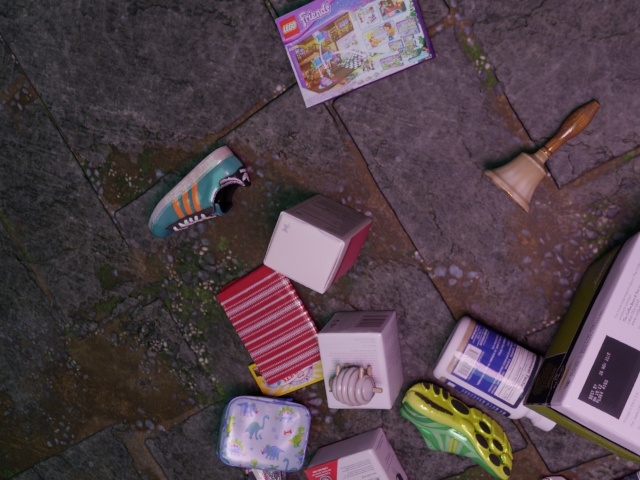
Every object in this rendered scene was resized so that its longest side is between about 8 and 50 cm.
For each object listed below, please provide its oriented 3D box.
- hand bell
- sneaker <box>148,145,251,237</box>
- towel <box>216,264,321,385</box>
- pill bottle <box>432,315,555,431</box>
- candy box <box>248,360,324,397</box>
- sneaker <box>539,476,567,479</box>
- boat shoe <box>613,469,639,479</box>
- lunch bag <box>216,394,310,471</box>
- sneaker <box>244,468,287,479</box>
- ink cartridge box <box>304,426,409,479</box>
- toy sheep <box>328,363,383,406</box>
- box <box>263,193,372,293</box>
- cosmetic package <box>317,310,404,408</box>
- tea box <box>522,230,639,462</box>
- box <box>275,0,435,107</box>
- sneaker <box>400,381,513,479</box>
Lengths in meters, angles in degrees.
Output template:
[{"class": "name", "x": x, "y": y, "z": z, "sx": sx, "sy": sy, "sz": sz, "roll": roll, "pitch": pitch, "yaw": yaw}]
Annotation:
[{"class": "hand bell", "x": 0.453, "y": -0.183, "z": 1.293, "sx": 0.126, "sy": 0.126, "sz": 0.242, "roll": 44, "pitch": 103, "yaw": 4}, {"class": "sneaker", "x": -0.292, "y": -0.086, "z": 1.571, "sx": 0.302, "sy": 0.108, "sz": 0.121, "roll": -41, "pitch": 84, "yaw": 23}, {"class": "towel", "x": -0.119, "y": 0.200, "z": 1.612, "sx": 0.199, "sy": 0.031, "sz": 0.275, "roll": -31, "pitch": 87, "yaw": 22}, {"class": "pill bottle", "x": 0.390, "y": 0.287, "z": 1.401, "sx": 0.264, "sy": 0.153, "sz": 0.153, "roll": 29, "pitch": 112, "yaw": 11}, {"class": "candy box", "x": -0.075, "y": 0.325, "z": 1.647, "sx": 0.206, "sy": 0.027, "sz": 0.105, "roll": -27, "pitch": 95, "yaw": 24}, {"class": "sneaker", "x": 0.510, "y": 0.632, "z": 1.478, "sx": 0.226, "sy": 0.086, "sz": 0.163, "roll": -37, "pitch": 101, "yaw": 15}, {"class": "boat shoe", "x": 0.710, "y": 0.591, "z": 1.420, "sx": 0.083, "sy": 0.065, "sz": 0.183, "roll": -29, "pitch": 86, "yaw": 25}, {"class": "lunch bag", "x": -0.138, "y": 0.472, "z": 1.613, "sx": 0.219, "sy": 0.090, "sz": 0.176, "roll": 11, "pitch": 77, "yaw": -15}, {"class": "sneaker", "x": -0.151, "y": 0.564, "z": 1.705, "sx": 0.112, "sy": 0.121, "sz": 0.299, "roll": -15, "pitch": 89, "yaw": -13}, {"class": "ink cartridge box", "x": 0.117, "y": 0.630, "z": 1.612, "sx": 0.197, "sy": 0.114, "sz": 0.273, "roll": -26, "pitch": 94, "yaw": 23}, {"class": "toy sheep", "x": 0.073, "y": 0.310, "z": 1.393, "sx": 0.132, "sy": 0.091, "sz": 0.091, "roll": -2, "pitch": 104, "yaw": 39}, {"class": "box", "x": 0.000, "y": 0.000, "z": 1.420, "sx": 0.148, "sy": 0.232, "sz": 0.127, "roll": 26, "pitch": 111, "yaw": 12}, {"class": "cosmetic package", "x": 0.097, "y": 0.272, "z": 1.503, "sx": 0.151, "sy": 0.151, "sz": 0.184, "roll": -4, "pitch": 102, "yaw": 20}, {"class": "tea box", "x": 0.555, "y": 0.201, "z": 1.166, "sx": 0.220, "sy": 0.323, "sz": 0.329, "roll": 27, "pitch": 81, "yaw": 11}, {"class": "box", "x": 0.071, "y": -0.426, "z": 1.376, "sx": 0.293, "sy": 0.057, "sz": 0.201, "roll": -17, "pitch": 99, "yaw": 23}, {"class": "sneaker", "x": 0.316, "y": 0.442, "z": 1.511, "sx": 0.295, "sy": 0.109, "sz": 0.123, "roll": 37, "pitch": 136, "yaw": 5}]
